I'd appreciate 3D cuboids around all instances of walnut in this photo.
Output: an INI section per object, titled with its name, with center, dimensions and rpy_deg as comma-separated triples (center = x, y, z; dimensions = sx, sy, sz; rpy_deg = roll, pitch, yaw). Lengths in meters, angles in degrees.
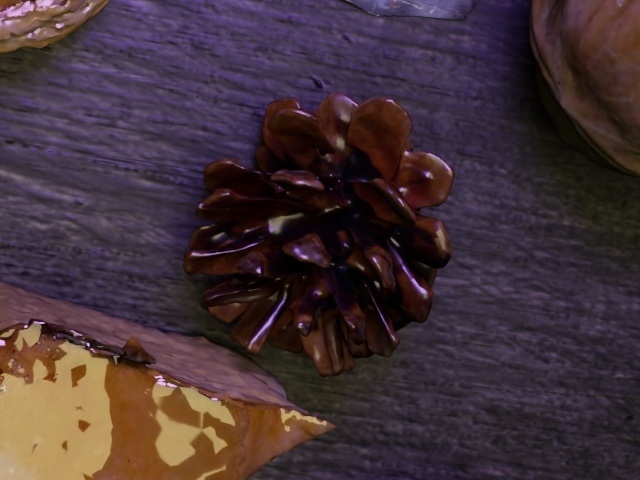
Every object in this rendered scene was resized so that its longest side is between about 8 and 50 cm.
[walnut]
center = 0.307, -0.177, 1.432
dimensions = 0.282, 0.227, 0.283
rpy_deg = 4, 76, -14

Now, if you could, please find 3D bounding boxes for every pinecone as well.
[pinecone]
center = -0.002, 0.001, 1.395
dimensions = 0.201, 0.202, 0.229
rpy_deg = -31, 105, -41

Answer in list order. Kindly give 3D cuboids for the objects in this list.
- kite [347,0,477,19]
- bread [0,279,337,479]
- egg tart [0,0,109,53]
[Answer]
[kite]
center = 0.109, -0.309, 1.399
dimensions = 0.169, 0.015, 0.310
rpy_deg = 18, 126, -21
[bread]
center = -0.203, 0.077, 1.335
dimensions = 0.315, 0.248, 0.279
rpy_deg = -26, 103, -13
[egg tart]
center = -0.275, -0.284, 1.341
dimensions = 0.290, 0.115, 0.290
rpy_deg = -2, 96, -15
